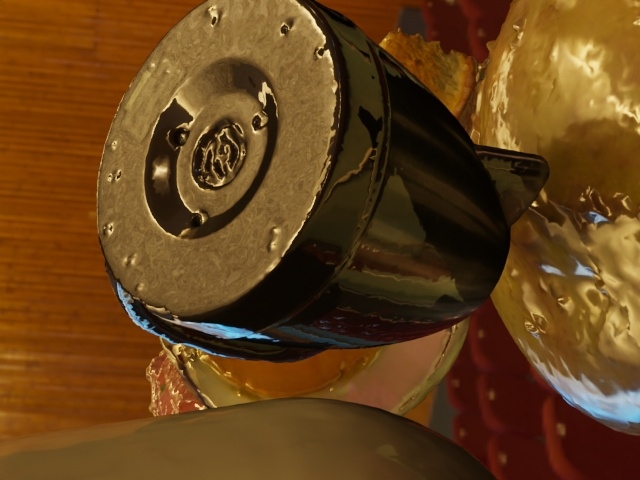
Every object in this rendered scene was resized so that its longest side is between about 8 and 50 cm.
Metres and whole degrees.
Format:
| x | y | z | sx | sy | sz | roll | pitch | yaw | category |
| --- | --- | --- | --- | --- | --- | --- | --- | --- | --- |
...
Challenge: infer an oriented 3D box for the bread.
| x | y | z | sx | sy | sz | roll | pitch | yaw | category |
| --- | --- | --- | --- | --- | --- | --- | --- | --- | --- |
| 0.069 | -0.098 | 1.190 | 0.229 | 0.143 | 0.139 | -56 | 11 | 36 | bread |

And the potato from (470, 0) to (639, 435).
| x | y | z | sx | sy | sz | roll | pitch | yaw | category |
| --- | --- | --- | --- | --- | --- | --- | --- | --- | --- |
| 0.281 | -0.007 | 0.895 | 0.442 | 0.385 | 0.320 | 133 | 160 | -80 | potato |

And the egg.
| x | y | z | sx | sy | sz | roll | pitch | yaw | category |
| --- | --- | --- | --- | --- | --- | --- | --- | --- | --- |
| -0.012 | 0.059 | 1.106 | 0.264 | 0.286 | 0.174 | 59 | 173 | -5 | egg |

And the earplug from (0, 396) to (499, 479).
| x | y | z | sx | sy | sz | roll | pitch | yaw | category |
| --- | --- | --- | --- | --- | --- | --- | --- | --- | --- |
| -0.068 | 0.241 | 0.597 | 0.312 | 0.393 | 0.313 | -11 | -90 | -87 | earplug |

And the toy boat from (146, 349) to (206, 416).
| x | y | z | sx | sy | sz | roll | pitch | yaw | category |
| --- | --- | --- | --- | --- | --- | --- | --- | --- | --- |
| -0.081 | 0.231 | 1.198 | 0.141 | 0.318 | 0.099 | -48 | -15 | 4 | toy boat |

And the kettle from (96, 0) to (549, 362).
| x | y | z | sx | sy | sz | roll | pitch | yaw | category |
| --- | --- | --- | --- | --- | --- | --- | --- | --- | --- |
| 0.013 | -0.001 | 0.735 | 0.207 | 0.271 | 0.251 | 33 | 99 | 44 | kettle |
